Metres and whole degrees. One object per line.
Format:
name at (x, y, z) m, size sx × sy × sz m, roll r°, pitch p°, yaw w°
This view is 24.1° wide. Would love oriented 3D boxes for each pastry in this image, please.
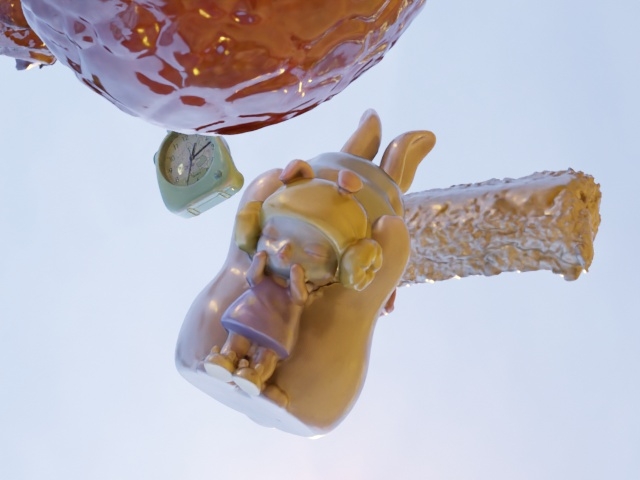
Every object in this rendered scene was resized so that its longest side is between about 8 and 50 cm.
pastry at (0.141, -0.007, 1.402) m, size 0.121 × 0.259 × 0.089 m, roll -39°, pitch -61°, yaw -56°

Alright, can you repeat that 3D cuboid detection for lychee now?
lychee at (-0.057, -0.166, 0.679) m, size 0.255 × 0.300 × 0.255 m, roll 60°, pitch -171°, yaw -16°

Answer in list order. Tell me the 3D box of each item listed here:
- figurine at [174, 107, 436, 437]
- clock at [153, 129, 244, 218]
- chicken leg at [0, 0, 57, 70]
figurine at (0.000, 0.000, 0.972) m, size 0.235 × 0.127 × 0.155 m, roll -65°, pitch -26°, yaw -15°
clock at (-0.153, -0.102, 1.826) m, size 0.041 × 0.101 × 0.135 m, roll 29°, pitch -141°, yaw -58°
chicken leg at (-0.287, -0.263, 1.184) m, size 0.093 × 0.113 × 0.304 m, roll -14°, pitch -116°, yaw -54°
